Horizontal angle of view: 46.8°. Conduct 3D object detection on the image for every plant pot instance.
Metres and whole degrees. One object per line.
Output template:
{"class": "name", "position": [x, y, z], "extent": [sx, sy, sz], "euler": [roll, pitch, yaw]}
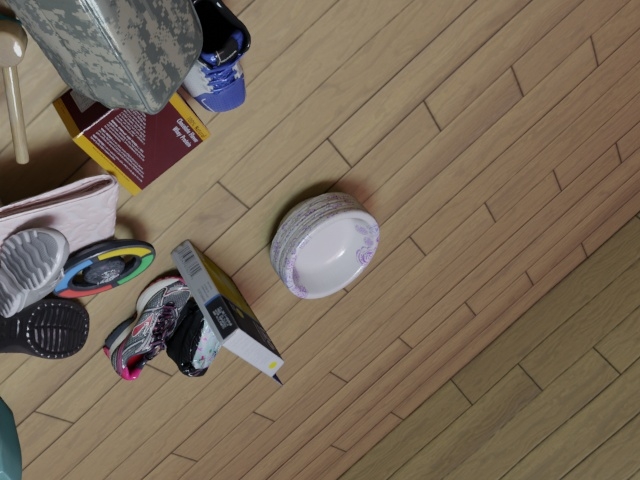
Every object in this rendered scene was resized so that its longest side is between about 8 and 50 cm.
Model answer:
{"class": "plant pot", "position": [-0.771, 0.475, 1.661], "extent": [0.165, 0.234, 0.166], "euler": [-27, 141, -17]}

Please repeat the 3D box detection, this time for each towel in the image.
{"class": "towel", "position": [-0.550, 0.000, 1.424], "extent": [0.316, 0.053, 0.332], "euler": [-19, 163, -25]}

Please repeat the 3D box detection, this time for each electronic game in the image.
{"class": "electronic game", "position": [-0.462, 0.063, 1.579], "extent": [0.229, 0.048, 0.229], "euler": [-25, 164, -7]}

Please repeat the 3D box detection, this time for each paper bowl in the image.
{"class": "paper bowl", "position": [0.000, 0.000, 1.899], "extent": [0.284, 0.148, 0.284], "euler": [-22, 139, -21]}

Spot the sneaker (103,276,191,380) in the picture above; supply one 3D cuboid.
{"class": "sneaker", "position": [-0.403, 0.211, 1.805], "extent": [0.120, 0.112, 0.299], "euler": [22, 112, -49]}

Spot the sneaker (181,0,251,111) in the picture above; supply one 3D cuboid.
{"class": "sneaker", "position": [-0.203, -0.342, 1.355], "extent": [0.127, 0.182, 0.316], "euler": [-29, 141, -11]}

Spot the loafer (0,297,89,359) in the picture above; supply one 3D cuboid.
{"class": "loafer", "position": [-0.654, 0.175, 1.574], "extent": [0.366, 0.130, 0.134], "euler": [16, 83, -57]}

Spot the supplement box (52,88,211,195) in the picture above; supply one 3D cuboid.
{"class": "supplement box", "position": [-0.350, -0.228, 1.390], "extent": [0.194, 0.129, 0.191], "euler": [-39, 143, 0]}

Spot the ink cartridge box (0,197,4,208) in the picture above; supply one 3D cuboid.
{"class": "ink cartridge box", "position": [-0.666, -0.109, 1.286], "extent": [0.134, 0.078, 0.231], "euler": [-28, 141, -12]}

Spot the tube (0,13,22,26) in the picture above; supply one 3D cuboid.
{"class": "tube", "position": [-0.579, -0.345, 1.154], "extent": [0.207, 0.052, 0.080], "euler": [6, 113, -36]}

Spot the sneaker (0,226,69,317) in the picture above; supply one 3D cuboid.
{"class": "sneaker", "position": [-0.526, 0.043, 1.374], "extent": [0.281, 0.105, 0.115], "euler": [-33, 179, 44]}

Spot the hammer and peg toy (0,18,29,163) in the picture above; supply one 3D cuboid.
{"class": "hammer and peg toy", "position": [-0.606, -0.191, 1.105], "extent": [0.361, 0.127, 0.266], "euler": [-13, 122, -7]}

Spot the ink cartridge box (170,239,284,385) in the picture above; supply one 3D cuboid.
{"class": "ink cartridge box", "position": [-0.205, 0.178, 1.781], "extent": [0.072, 0.304, 0.307], "euler": [-41, 143, 3]}

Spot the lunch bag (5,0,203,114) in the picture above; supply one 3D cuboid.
{"class": "lunch bag", "position": [-0.362, -0.369, 1.145], "extent": [0.305, 0.255, 0.213], "euler": [68, 40, -53]}

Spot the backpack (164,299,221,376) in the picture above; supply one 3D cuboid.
{"class": "backpack", "position": [-0.315, 0.240, 1.899], "extent": [0.115, 0.152, 0.182], "euler": [6, 111, -50]}
